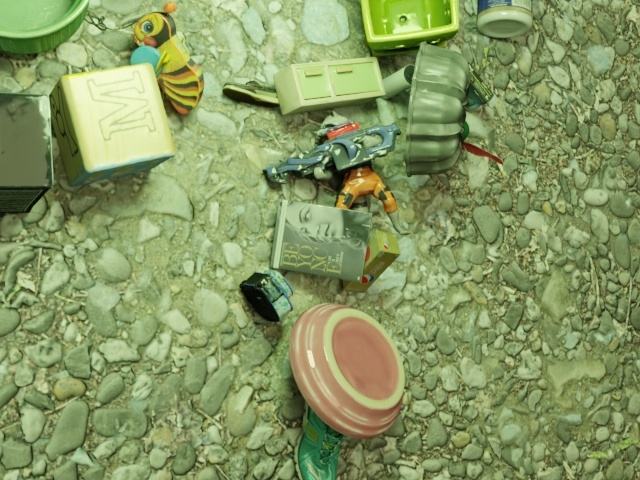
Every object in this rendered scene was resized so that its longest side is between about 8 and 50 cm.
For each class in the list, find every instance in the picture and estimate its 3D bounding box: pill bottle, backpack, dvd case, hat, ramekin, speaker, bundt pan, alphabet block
[{"bbox_3d":[0.517,-0.715,2.233,0.153,0.153,0.265,8,80,-27],"label":"pill bottle"},{"bbox_3d":[-0.113,0.125,1.838,0.084,0.105,0.114,-39,107,-25],"label":"backpack"},{"bbox_3d":[0.000,0.000,1.872,0.221,0.018,0.164,9,97,7],"label":"dvd case"},{"bbox_3d":[0.359,-0.297,2.086,0.208,0.183,0.173,24,75,-24],"label":"hat"},{"bbox_3d":[-0.603,-0.524,1.600,0.303,0.148,0.303,2,82,-15],"label":"ramekin"},{"bbox_3d":[0.198,-0.403,2.040,0.055,0.136,0.055,3,83,-27],"label":"speaker"},{"bbox_3d":[0.289,-0.309,1.930,0.124,0.331,0.331,7,78,12],"label":"bundt pan"},{"bbox_3d":[-0.437,-0.237,1.662,0.193,0.192,0.197,-16,93,-30],"label":"alphabet block"}]

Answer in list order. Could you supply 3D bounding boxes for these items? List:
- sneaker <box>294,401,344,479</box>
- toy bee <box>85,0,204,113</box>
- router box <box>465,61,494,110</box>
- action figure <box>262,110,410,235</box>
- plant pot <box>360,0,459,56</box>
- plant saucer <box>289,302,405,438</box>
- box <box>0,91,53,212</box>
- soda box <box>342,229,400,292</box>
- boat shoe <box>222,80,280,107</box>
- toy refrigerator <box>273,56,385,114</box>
[{"bbox_3d":[0.008,0.457,1.861,0.107,0.110,0.275,7,82,-27],"label":"sneaker"},{"bbox_3d":[-0.346,-0.424,1.728,0.298,0.162,0.195,36,25,-34],"label":"toy bee"},{"bbox_3d":[0.399,-0.416,2.172,0.122,0.092,0.038,47,66,-15],"label":"router box"},{"bbox_3d":[0.040,-0.148,1.954,0.341,0.178,0.330,-11,83,1],"label":"action figure"},{"bbox_3d":[0.215,-0.584,2.002,0.228,0.207,0.227,-7,86,4],"label":"plant pot"},{"bbox_3d":[0.079,0.285,1.849,0.332,0.084,0.332,28,43,-30],"label":"plant saucer"},{"bbox_3d":[-0.668,-0.156,1.470,0.296,0.294,0.183,-1,83,-28],"label":"box"},{"bbox_3d":[0.117,0.053,1.921,0.058,0.181,0.061,10,51,-27],"label":"soda box"},{"bbox_3d":[-0.163,-0.353,1.897,0.152,0.056,0.049,11,74,-36],"label":"boat shoe"},{"bbox_3d":[0.027,-0.379,1.951,0.269,0.094,0.102,-14,91,-36],"label":"toy refrigerator"}]
